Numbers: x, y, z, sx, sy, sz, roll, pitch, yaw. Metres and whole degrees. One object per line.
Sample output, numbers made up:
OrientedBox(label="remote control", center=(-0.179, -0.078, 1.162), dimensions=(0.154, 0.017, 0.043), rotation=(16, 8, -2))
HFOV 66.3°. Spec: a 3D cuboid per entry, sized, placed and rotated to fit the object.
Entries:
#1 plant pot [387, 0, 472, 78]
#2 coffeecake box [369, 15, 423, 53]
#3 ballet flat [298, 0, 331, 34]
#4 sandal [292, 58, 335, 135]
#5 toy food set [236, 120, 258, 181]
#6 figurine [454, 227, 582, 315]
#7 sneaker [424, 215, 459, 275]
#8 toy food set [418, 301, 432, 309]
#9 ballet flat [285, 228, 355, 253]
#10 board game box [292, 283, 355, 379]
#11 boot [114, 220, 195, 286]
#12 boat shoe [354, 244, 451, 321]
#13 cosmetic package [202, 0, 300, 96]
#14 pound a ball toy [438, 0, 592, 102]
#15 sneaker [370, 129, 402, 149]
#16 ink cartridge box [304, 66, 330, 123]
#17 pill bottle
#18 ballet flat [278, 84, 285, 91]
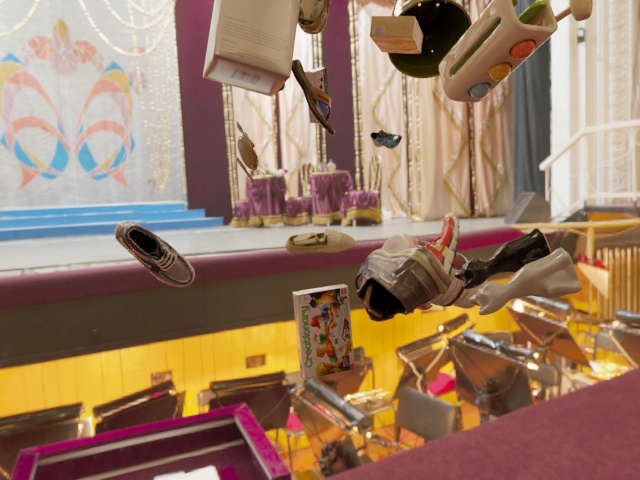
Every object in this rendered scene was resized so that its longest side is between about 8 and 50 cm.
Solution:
OrientedBox(label="plant pot", center=(0.466, -0.995, 2.218), dimensions=(0.367, 0.352, 0.366), rotation=(0, -39, 0))
OrientedBox(label="coffeecake box", center=(0.257, -0.685, 1.637), dimensions=(0.142, 0.068, 0.185), rotation=(9, 8, 19))
OrientedBox(label="ballet flat", center=(-0.004, -0.830, 1.537), dimensions=(0.123, 0.348, 0.123), rotation=(12, 26, -6))
OrientedBox(label="sandal", center=(-0.008, -0.382, 1.292), dimensions=(0.060, 0.219, 0.090), rotation=(-25, 4, 12))
OrientedBox(label="toy food set", center=(-0.237, -0.297, 1.631), dimensions=(0.039, 0.132, 0.192), rotation=(-27, -23, -23))
OrientedBox(label="figurine", center=(0.405, 0.076, 1.042), dimensions=(0.210, 0.092, 0.215), rotation=(-22, 16, 10))
OrientedBox(label="sneaker", center=(0.355, 0.029, 1.500), dimensions=(0.118, 0.279, 0.107), rotation=(13, -34, 16))
OrientedBox(label="toy food set", center=(0.334, 0.209, 1.641), dimensions=(0.083, 0.020, 0.082), rotation=(11, 19, 0))
OrientedBox(label="ballet flat", center=(0.000, 0.000, 1.715), dimensions=(0.249, 0.086, 0.086), rotation=(-8, 5, -4))
OrientedBox(label="board game box", center=(0.013, 0.317, 1.714), dimensions=(0.193, 0.305, 0.053), rotation=(-8, 7, -18))
OrientedBox(label="boot", center=(-0.315, 0.035, 0.956), dimensions=(0.190, 0.069, 0.086), rotation=(42, -16, -31))
OrientedBox(label="boat shoe", center=(0.134, 0.096, 1.048), dimensions=(0.130, 0.132, 0.355), rotation=(-37, -1, -18))
OrientedBox(label="cosmetic package", center=(-0.161, -0.575, 1.215), dimensions=(0.197, 0.365, 0.155), rotation=(11, -8, -22))
OrientedBox(label="pound a ball toy", center=(0.467, -0.459, 1.180), dimensions=(0.208, 0.135, 0.319), rotation=(-3, -17, -22))
OrientedBox(label="sneaker", center=(0.269, -0.427, 2.048), dimensions=(0.162, 0.063, 0.073), rotation=(10, -22, 48))
OrientedBox(label="ink cartridge box", center=(-0.010, -0.594, 2.007), dimensions=(0.046, 0.207, 0.097), rotation=(14, 34, 33))
OrientedBox(label="pill bottle", center=(0.435, 0.129, 1.900), dimensions=(0.392, 0.224, 0.224), rotation=(18, -4, -22))
OrientedBox(label="ballet flat", center=(-0.259, -0.653, 1.977), dimensions=(0.232, 0.080, 0.073), rotation=(4, 34, -18))
